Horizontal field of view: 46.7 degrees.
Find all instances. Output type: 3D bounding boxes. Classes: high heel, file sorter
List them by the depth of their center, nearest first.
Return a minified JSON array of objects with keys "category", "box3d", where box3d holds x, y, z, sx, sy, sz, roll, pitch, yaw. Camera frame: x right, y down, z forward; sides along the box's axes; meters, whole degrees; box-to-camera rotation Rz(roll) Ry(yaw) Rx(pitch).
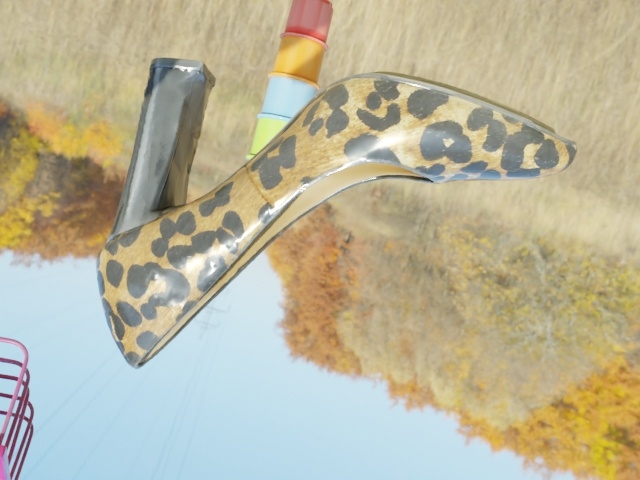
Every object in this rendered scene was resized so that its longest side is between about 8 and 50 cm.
[{"category":"high heel","box3d":[0.000,0.000,0.425,0.261,0.186,0.093,9,175,17]},{"category":"file sorter","box3d":[-0.555,0.281,1.136,0.202,0.182,0.290,13,142,-10]}]

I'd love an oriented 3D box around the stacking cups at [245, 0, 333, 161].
[{"category":"stacking cups","box3d":[-0.046,-0.203,1.092,0.096,0.316,0.096,14,-178,-1]}]
